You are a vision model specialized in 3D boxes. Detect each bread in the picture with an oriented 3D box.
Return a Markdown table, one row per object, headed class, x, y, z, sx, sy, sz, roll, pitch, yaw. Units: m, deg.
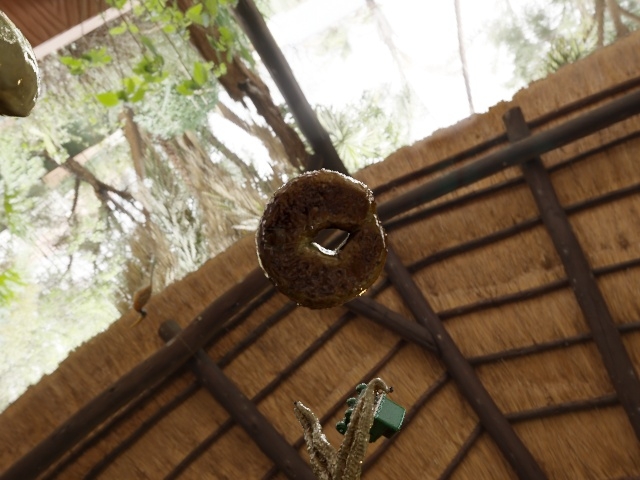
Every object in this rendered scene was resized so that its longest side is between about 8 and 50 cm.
| class | x | y | z | sx | sy | sz | roll | pitch | yaw |
| --- | --- | --- | --- | --- | --- | --- | --- | --- | --- |
| bread | 0.000 | 0.000 | 0.696 | 0.193 | 0.193 | 0.064 | -30 | -179 | 5 |

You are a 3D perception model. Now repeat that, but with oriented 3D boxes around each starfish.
| class | x | y | z | sx | sy | sz | roll | pitch | yaw |
| --- | --- | --- | --- | --- | --- | --- | --- | --- | --- |
| starfish | 0.015 | 0.518 | 1.166 | 0.324 | 0.082 | 0.432 | -13 | -118 | 60 |

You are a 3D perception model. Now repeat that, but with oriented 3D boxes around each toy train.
| class | x | y | z | sx | sy | sz | roll | pitch | yaw |
| --- | --- | --- | --- | --- | --- | --- | --- | --- | --- |
| toy train | 0.123 | 0.439 | 1.253 | 0.091 | 0.136 | 0.227 | -55 | 169 | -42 |

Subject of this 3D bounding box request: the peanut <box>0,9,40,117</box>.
| class | x | y | z | sx | sy | sz | roll | pitch | yaw |
| --- | --- | --- | --- | --- | --- | --- | --- | --- | --- |
| peanut | -0.390 | -0.237 | 0.501 | 0.111 | 0.274 | 0.125 | -34 | -139 | -7 |
